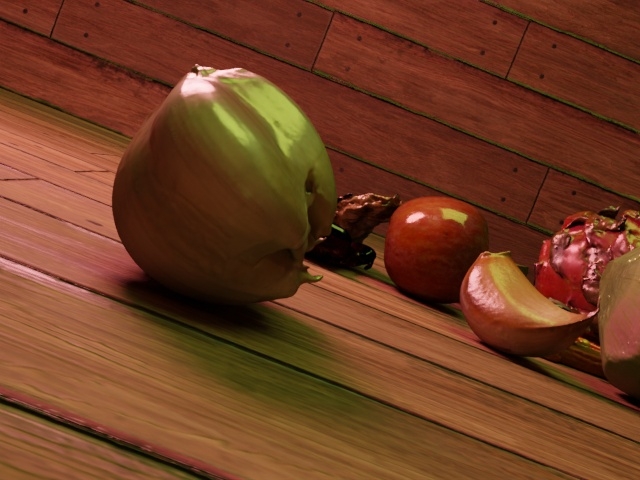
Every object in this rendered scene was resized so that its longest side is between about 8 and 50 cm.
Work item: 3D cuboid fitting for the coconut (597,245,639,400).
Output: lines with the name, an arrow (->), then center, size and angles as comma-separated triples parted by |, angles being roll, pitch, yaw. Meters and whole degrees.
coconut -> 0.540, 0.118, 1.205 | 0.329, 0.328, 0.281 | 24, -27, 36

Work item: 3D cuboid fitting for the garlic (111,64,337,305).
garlic -> -0.083, -0.027, 0.746 | 0.203, 0.185, 0.281 | 47, -18, -2

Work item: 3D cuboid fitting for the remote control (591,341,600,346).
remote control -> 0.505, 0.188, 1.701 | 0.344, 0.050, 0.145 | 24, 5, 27

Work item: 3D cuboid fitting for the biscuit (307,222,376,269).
biscuit -> 0.006, 0.002, 1.473 | 0.151, 0.063, 0.235 | 23, -3, 18

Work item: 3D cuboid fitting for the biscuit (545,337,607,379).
biscuit -> 0.464, 0.199, 1.411 | 0.324, 0.049, 0.205 | 23, 3, -5

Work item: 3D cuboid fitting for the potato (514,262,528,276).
potato -> 0.326, 0.059, 2.084 | 0.270, 0.112, 0.255 | 21, 6, 43

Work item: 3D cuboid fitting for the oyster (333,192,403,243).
oyster -> 0.069, -0.023, 1.622 | 0.129, 0.078, 0.345 | -9, -14, -15

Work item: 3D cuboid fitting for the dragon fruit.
dragon fruit -> 0.555, 0.076, 1.544 | 0.291, 0.250, 0.269 | 1, -18, 31

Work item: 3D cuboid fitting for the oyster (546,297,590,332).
oyster -> 0.349, 0.116, 1.372 | 0.166, 0.053, 0.108 | 3, -17, 27

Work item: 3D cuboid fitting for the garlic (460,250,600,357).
garlic -> 0.279, 0.111, 1.190 | 0.207, 0.128, 0.115 | 34, -29, 47

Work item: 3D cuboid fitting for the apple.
apple -> 0.198, 0.015, 1.469 | 0.174, 0.188, 0.188 | 9, 3, 6
